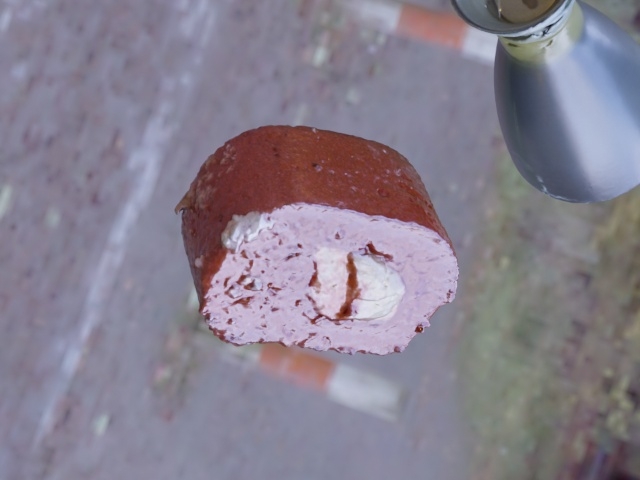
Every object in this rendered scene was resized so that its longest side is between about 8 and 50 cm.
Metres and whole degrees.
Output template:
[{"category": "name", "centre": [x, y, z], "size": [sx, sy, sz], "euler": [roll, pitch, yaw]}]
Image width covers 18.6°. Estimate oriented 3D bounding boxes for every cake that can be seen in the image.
[{"category": "cake", "centre": [0.000, 0.000, 1.911], "size": [0.151, 0.283, 0.177], "euler": [-106, -148, -44]}]

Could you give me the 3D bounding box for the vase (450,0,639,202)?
[{"category": "vase", "centre": [0.227, -0.174, 1.857], "size": [0.173, 0.173, 0.321], "euler": [-68, 154, -16]}]
